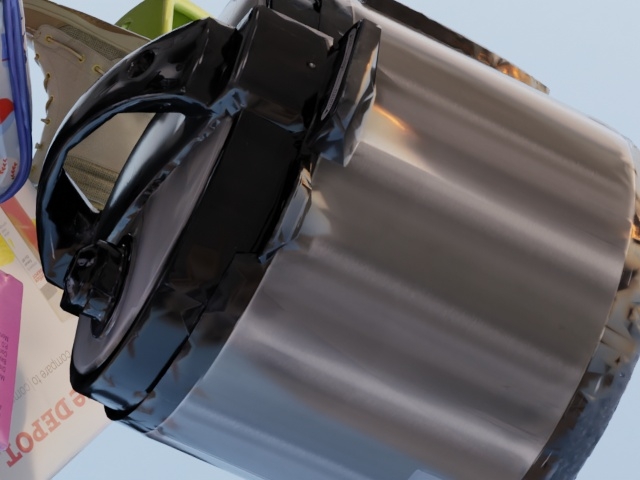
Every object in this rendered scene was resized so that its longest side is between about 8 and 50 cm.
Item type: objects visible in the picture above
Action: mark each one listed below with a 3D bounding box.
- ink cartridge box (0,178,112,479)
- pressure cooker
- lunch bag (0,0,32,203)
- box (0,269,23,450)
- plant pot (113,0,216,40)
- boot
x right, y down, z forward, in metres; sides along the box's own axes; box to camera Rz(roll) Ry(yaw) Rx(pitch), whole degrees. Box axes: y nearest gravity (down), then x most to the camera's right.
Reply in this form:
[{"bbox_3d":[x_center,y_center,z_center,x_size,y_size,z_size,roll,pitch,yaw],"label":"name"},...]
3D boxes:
[{"bbox_3d":[-0.345,0.046,1.645,0.160,0.385,0.279,-30,-174,30],"label":"ink cartridge box"},{"bbox_3d":[-0.001,0.004,1.451,0.370,0.420,0.375,-63,-166,12],"label":"pressure cooker"},{"bbox_3d":[-0.349,-0.124,1.303,0.303,0.243,0.115,-7,-150,-11],"label":"lunch bag"},{"bbox_3d":[-0.339,0.063,1.155,0.243,0.213,0.117,-17,-125,29],"label":"box"},{"bbox_3d":[-0.190,-0.127,2.324,0.207,0.227,0.228,-20,-125,31],"label":"plant pot"},{"bbox_3d":[-0.238,-0.124,1.765,0.213,0.077,0.165,21,-95,18],"label":"boot"}]
